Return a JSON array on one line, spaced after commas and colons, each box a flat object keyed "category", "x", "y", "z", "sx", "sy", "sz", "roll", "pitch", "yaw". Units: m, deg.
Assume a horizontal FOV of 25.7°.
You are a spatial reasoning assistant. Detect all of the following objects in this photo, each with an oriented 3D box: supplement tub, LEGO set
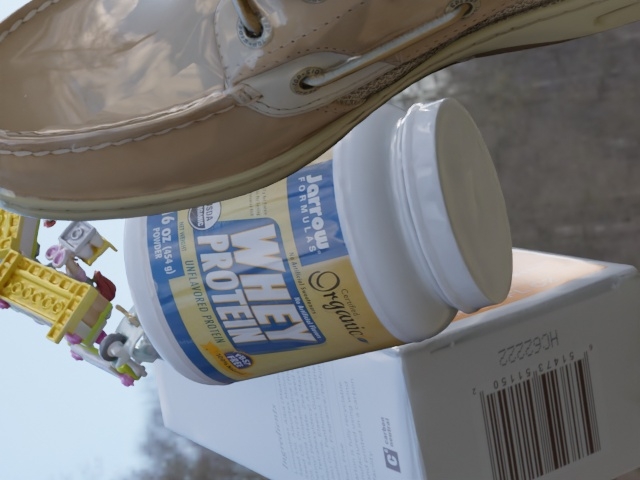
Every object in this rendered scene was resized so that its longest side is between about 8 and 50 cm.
[{"category": "supplement tub", "x": 0.000, "y": 0.000, "z": 0.837, "sx": 0.144, "sy": 0.200, "sz": 0.144, "roll": 46, "pitch": -144, "yaw": -49}, {"category": "LEGO set", "x": -0.186, "y": 0.015, "z": 1.061, "sx": 0.287, "sy": 0.132, "sz": 0.107, "roll": 49, "pitch": 180, "yaw": 42}]

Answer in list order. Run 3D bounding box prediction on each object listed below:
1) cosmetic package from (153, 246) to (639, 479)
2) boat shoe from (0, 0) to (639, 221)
[{"category": "cosmetic package", "x": 0.045, "y": 0.099, "z": 1.196, "sx": 0.230, "sy": 0.453, "sz": 0.161, "roll": -17, "pitch": -77, "yaw": -29}, {"category": "boat shoe", "x": 0.002, "y": -0.113, "z": 0.552, "sx": 0.110, "sy": 0.341, "sz": 0.121, "roll": 62, "pitch": -174, "yaw": -64}]
